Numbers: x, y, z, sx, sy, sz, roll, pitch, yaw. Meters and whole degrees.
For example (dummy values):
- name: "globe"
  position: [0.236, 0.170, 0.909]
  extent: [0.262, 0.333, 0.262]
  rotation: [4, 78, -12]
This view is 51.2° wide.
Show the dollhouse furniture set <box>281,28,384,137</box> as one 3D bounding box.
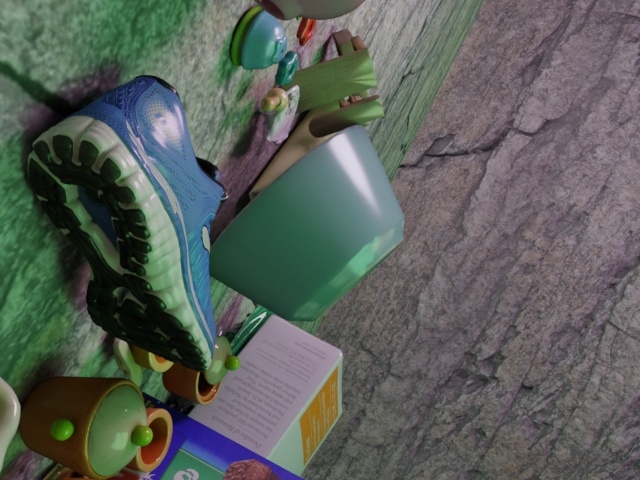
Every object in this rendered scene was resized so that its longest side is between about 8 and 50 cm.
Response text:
- name: "dollhouse furniture set"
  position: [0.009, -0.223, 0.972]
  extent: [0.151, 0.123, 0.144]
  rotation: [-108, 179, -51]

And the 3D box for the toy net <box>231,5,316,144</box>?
- name: "toy net"
  position: [-0.052, -0.204, 0.805]
  extent: [0.122, 0.045, 0.232]
  rotation: [-62, 172, -20]

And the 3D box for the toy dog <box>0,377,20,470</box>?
- name: "toy dog"
  position: [-0.271, 0.330, 0.371]
  extent: [0.395, 0.284, 0.408]
  rotation: [-29, 153, -33]

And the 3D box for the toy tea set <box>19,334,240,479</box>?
- name: "toy tea set"
  position: [-0.183, 0.186, 0.748]
  extent: [0.336, 0.124, 0.200]
  rotation: [-50, 142, -57]

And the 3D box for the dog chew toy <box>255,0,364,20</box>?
- name: "dog chew toy"
  position: [0.051, -0.333, 0.568]
  extent: [0.331, 0.207, 0.206]
  rotation: [-55, 170, -2]

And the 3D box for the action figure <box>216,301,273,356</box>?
- name: "action figure"
  position: [-0.168, 0.194, 1.179]
  extent: [0.232, 0.063, 0.137]
  rotation: [-48, 164, -48]

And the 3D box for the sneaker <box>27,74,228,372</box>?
- name: "sneaker"
  position: [-0.134, -0.001, 0.603]
  extent: [0.330, 0.130, 0.147]
  rotation: [93, 21, -50]

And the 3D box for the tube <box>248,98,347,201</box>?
- name: "tube"
  position: [-0.037, -0.132, 1.041]
  extent: [0.062, 0.070, 0.240]
  rotation: [-2, -133, 54]

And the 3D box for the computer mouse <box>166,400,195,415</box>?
- name: "computer mouse"
  position: [-0.272, 0.378, 1.149]
  extent: [0.184, 0.060, 0.262]
  rotation: [-52, 154, -32]

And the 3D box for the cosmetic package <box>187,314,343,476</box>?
- name: "cosmetic package"
  position: [-0.143, 0.376, 1.138]
  extent: [0.453, 0.162, 0.230]
  rotation: [-49, 153, -33]

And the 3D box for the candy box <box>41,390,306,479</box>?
- name: "candy box"
  position: [-0.180, 0.359, 0.799]
  extent: [0.268, 0.317, 0.122]
  rotation: [-53, 164, -52]

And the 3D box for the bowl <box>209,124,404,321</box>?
- name: "bowl"
  position: [0.000, 0.000, 0.961]
  extent: [0.311, 0.163, 0.311]
  rotation: [-41, 173, -6]
